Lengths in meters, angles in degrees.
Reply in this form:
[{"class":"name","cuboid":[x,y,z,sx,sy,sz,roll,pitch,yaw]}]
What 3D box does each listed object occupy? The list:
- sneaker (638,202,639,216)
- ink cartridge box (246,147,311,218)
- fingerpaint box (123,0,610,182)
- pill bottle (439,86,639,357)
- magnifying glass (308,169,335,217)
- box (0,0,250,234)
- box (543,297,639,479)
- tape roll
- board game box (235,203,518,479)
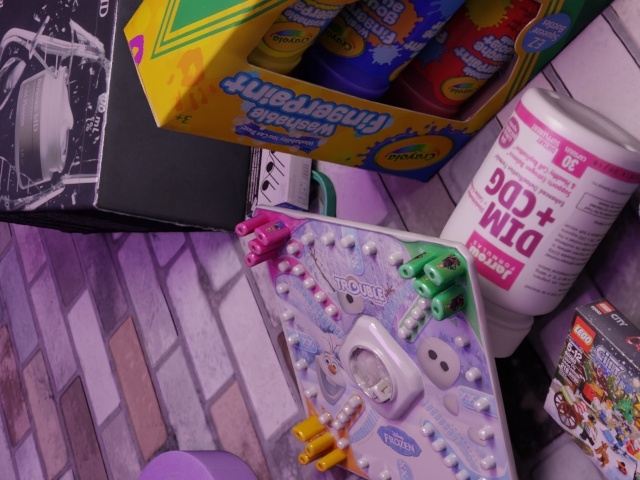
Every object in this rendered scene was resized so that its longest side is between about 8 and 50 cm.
[{"class":"sneaker","cuboid":[0.419,-0.056,1.129,0.221,0.087,0.083,-39,57,37]},{"class":"ink cartridge box","cuboid":[-0.058,-0.137,1.681,0.097,0.046,0.207,-16,62,46]},{"class":"fingerpaint box","cuboid":[0.065,-0.264,1.290,0.371,0.444,0.163,-45,54,33]},{"class":"pill bottle","cuboid":[0.235,-0.017,1.272,0.160,0.160,0.283,48,118,41]},{"class":"magnifying glass","cuboid":[0.000,0.000,1.630,0.092,0.026,0.231,-38,58,37]},{"class":"box","cuboid":[-0.357,-0.261,1.876,0.471,0.297,0.480,0,83,46]},{"class":"box","cuboid":[0.336,0.194,1.162,0.233,0.044,0.159,50,146,40]},{"class":"tape roll","cuboid":[-0.192,0.462,1.714,0.274,0.090,0.275,-12,74,47]},{"class":"board game box","cuboid":[0.063,0.163,1.364,0.390,0.050,0.390,13,123,50]}]
